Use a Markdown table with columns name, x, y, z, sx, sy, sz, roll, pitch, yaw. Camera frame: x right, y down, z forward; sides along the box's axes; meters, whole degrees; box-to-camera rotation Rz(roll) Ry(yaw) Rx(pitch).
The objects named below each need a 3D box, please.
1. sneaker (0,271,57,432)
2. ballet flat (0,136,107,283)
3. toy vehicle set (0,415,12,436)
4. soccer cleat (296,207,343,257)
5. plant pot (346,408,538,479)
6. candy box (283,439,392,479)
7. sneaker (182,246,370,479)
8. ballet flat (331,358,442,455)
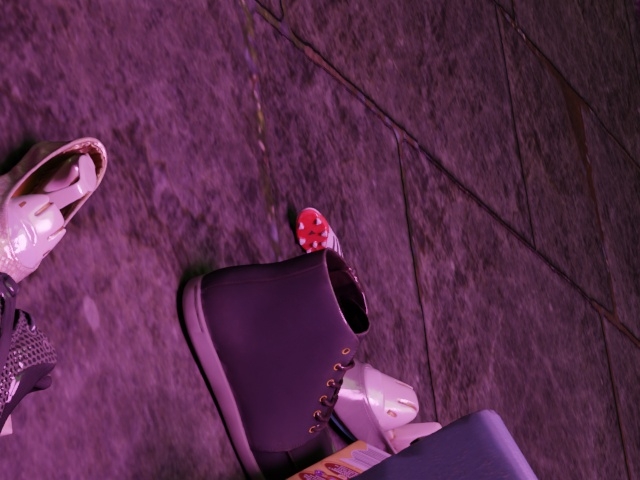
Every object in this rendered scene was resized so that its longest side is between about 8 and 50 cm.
| name | x | y | z | sx | sy | sz | roll | pitch | yaw |
| --- | --- | --- | --- | --- | --- | --- | --- | --- | --- |
| sneaker | -0.193 | 0.009 | 0.976 | 0.130 | 0.087 | 0.227 | 34 | 48 | -62 |
| ballet flat | -0.171 | -0.021 | 1.198 | 0.168 | 0.052 | 0.057 | -68 | 138 | -58 |
| toy vehicle set | -0.250 | 0.012 | 0.998 | 0.267 | 0.035 | 0.166 | 19 | 58 | -65 |
| soccer cleat | 0.000 | 0.000 | 1.659 | 0.036 | 0.029 | 0.083 | -94 | 161 | -50 |
| plant pot | 0.078 | 0.296 | 1.142 | 0.247 | 0.248 | 0.252 | 65 | -7 | -24 |
| candy box | -0.004 | 0.213 | 1.378 | 0.186 | 0.053 | 0.109 | -17 | 127 | -67 |
| sneaker | -0.004 | 0.111 | 1.437 | 0.083 | 0.118 | 0.222 | -73 | 143 | -55 |
| ballet flat | 0.060 | 0.151 | 1.643 | 0.072 | 0.068 | 0.213 | -92 | 156 | -49 |
